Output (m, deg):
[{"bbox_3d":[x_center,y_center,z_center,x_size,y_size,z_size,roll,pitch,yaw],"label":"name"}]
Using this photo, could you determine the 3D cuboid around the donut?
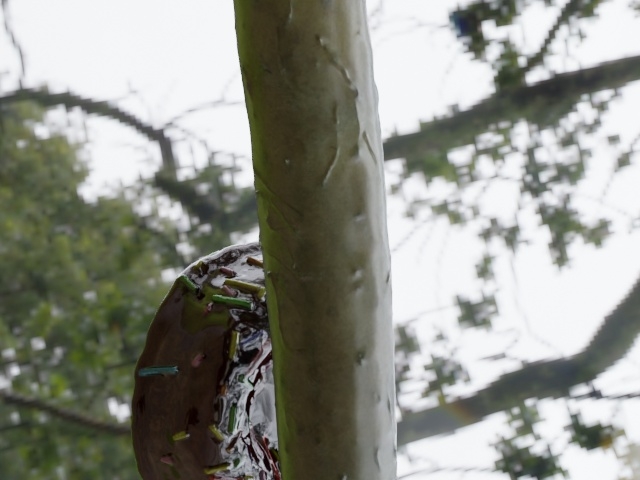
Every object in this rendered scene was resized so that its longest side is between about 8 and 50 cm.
[{"bbox_3d":[-0.036,0.117,1.221,0.089,0.235,0.235,10,-70,44],"label":"donut"}]

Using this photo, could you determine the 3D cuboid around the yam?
[{"bbox_3d":[0.000,0.000,0.880,0.083,0.083,0.372,19,-63,57],"label":"yam"}]
